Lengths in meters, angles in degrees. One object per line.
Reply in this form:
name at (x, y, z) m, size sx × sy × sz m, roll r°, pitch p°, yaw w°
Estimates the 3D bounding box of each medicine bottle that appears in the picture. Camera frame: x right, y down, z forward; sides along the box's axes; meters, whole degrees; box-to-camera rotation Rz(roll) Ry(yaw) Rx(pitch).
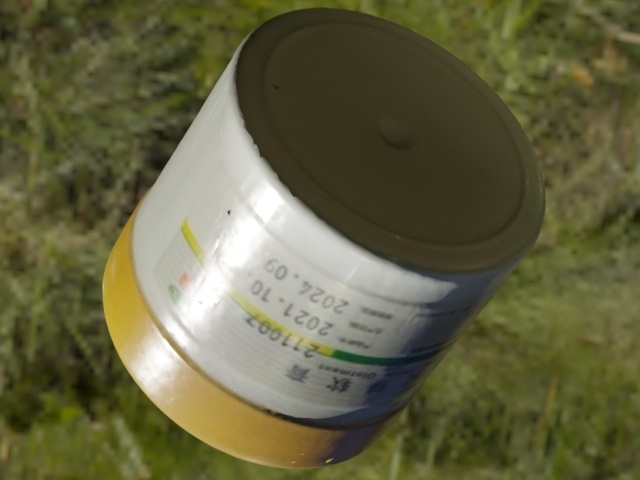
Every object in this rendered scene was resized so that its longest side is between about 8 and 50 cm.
medicine bottle at (0.000, 0.000, 1.353) m, size 0.238 × 0.232 × 0.238 m, roll 18°, pitch -135°, yaw -19°
